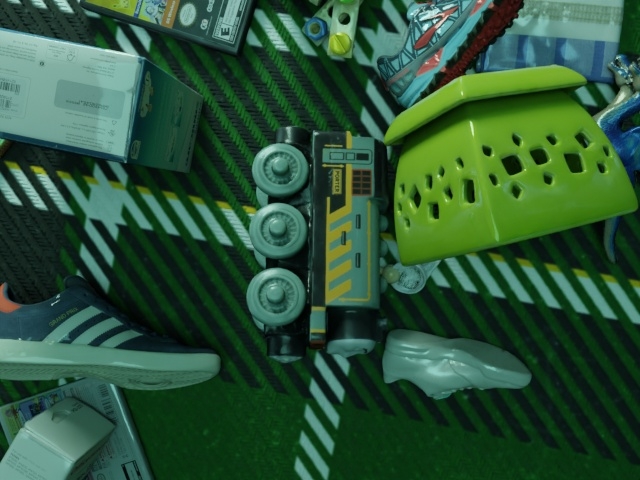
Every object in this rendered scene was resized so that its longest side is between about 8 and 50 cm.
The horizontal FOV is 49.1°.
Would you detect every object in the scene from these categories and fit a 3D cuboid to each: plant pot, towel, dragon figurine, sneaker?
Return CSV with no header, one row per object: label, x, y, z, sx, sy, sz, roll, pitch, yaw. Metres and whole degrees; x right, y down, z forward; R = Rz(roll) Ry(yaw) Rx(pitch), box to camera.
plant pot,0.224,-0.097,0.902,0.228,0.227,0.207,-12,86,-24
towel,0.331,-0.371,1.002,0.209,0.034,0.285,3,95,1
dragon figurine,0.429,-0.112,0.975,0.144,0.085,0.289,-17,93,10
sneaker,-0.317,0.129,1.028,0.350,0.131,0.148,8,62,-10
sneaker,0.175,-0.305,0.963,0.125,0.104,0.262,47,109,17
sneaker,0.195,0.195,1.027,0.212,0.080,0.094,12,105,9

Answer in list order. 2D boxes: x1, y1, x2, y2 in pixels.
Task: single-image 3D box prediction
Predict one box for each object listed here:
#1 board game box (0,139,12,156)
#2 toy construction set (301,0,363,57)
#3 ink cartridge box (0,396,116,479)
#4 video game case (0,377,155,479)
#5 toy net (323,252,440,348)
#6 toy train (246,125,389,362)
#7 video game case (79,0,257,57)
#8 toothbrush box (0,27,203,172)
board game box,-0.548,-0.256,1.060,0.259,0.039,0.124,42,94,3
toy construction set,0.038,-0.435,0.954,0.215,0.151,0.327,34,94,0
ink cartridge box,-0.404,0.350,0.995,0.092,0.158,0.218,30,95,2
video game case,-0.374,0.327,1.085,0.193,0.023,0.212,-19,93,4
toy net,0.079,0.079,1.034,0.232,0.045,0.122,-24,91,4
toy train,0.000,0.000,0.963,0.190,0.142,0.333,1,74,-1
video game case,-0.197,-0.438,1.028,0.248,0.035,0.274,18,95,2
toothbrush box,-0.297,-0.173,0.918,0.216,0.295,0.126,12,95,2
